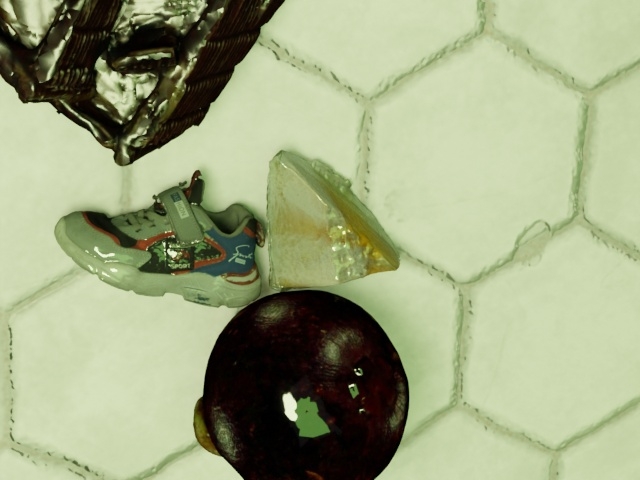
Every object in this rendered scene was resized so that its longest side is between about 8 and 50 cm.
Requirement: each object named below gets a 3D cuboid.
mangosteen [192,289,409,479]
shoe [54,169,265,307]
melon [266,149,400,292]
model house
[{"bbox_3d":[-0.036,0.167,1.545,0.228,0.265,0.228,17,66,-43],"label":"mangosteen"},{"bbox_3d":[-0.153,-0.010,1.518,0.228,0.099,0.125,14,111,-23],"label":"shoe"},{"bbox_3d":[-0.004,0.001,1.561,0.139,0.093,0.202,-46,118,4],"label":"melon"},{"bbox_3d":[-0.170,-0.211,1.344,0.297,0.317,0.282,-3,99,13],"label":"model house"}]
